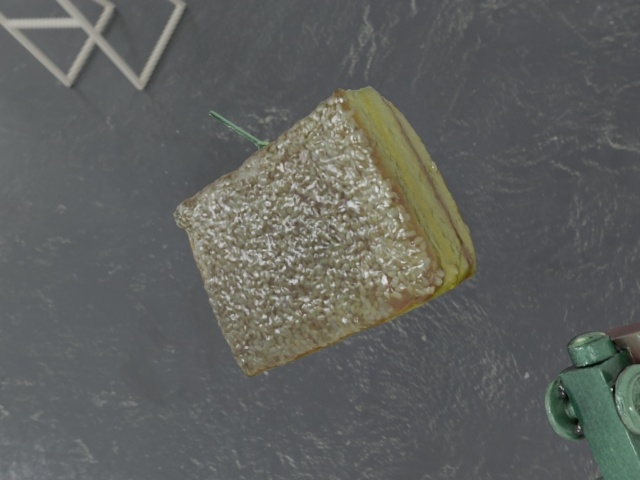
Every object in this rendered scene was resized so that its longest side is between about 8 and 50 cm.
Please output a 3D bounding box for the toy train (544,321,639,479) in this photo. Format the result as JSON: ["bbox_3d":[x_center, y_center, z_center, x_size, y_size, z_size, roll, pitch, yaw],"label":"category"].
[{"bbox_3d":[0.420,0.247,0.854,0.150,0.222,0.304,-31,76,56],"label":"toy train"}]

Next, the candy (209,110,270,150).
[{"bbox_3d":[-0.109,-0.191,1.323,0.305,0.091,0.083,34,42,24],"label":"candy"}]

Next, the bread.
[{"bbox_3d":[0.000,0.000,0.603,0.234,0.111,0.184,-29,86,36],"label":"bread"}]
